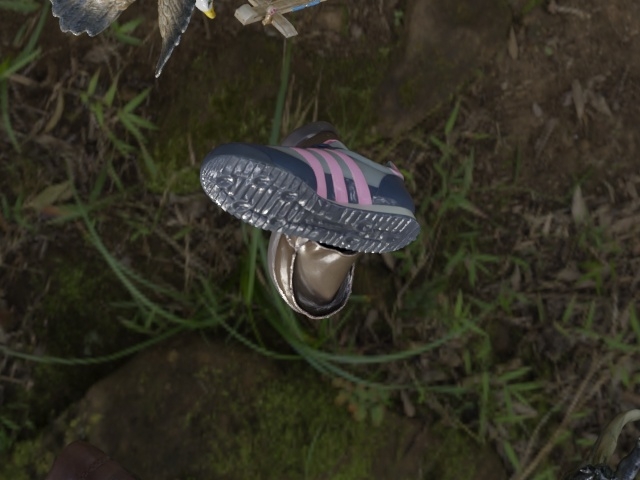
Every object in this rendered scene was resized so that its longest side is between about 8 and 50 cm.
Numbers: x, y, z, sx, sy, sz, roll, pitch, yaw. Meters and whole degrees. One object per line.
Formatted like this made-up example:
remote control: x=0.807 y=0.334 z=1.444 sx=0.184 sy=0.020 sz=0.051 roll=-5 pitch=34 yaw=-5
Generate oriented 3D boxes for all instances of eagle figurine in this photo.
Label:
eagle figurine: x=-0.199 y=-0.385 z=1.344 sx=0.225 sy=0.298 sz=0.226 roll=54 pitch=150 yaw=-14

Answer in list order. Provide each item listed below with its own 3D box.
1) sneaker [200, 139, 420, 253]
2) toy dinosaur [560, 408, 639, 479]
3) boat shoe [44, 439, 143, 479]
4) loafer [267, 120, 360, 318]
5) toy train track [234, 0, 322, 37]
sneaker: x=-0.017 y=-0.080 z=1.258 sx=0.319 sy=0.131 sz=0.112 roll=19 pitch=137 yaw=-34
toy dinosaur: x=0.265 y=0.225 z=0.930 sx=0.064 sy=0.268 sz=0.118 roll=43 pitch=149 yaw=9
boat shoe: x=-0.226 y=0.292 z=0.720 sx=0.123 sy=0.123 sz=0.342 roll=37 pitch=110 yaw=11
loafer: x=0.000 y=0.000 z=1.481 sx=0.134 sy=0.130 sz=0.365 roll=-24 pitch=138 yaw=-20
toy train track: x=-0.019 y=-0.152 z=0.615 sx=0.048 sy=0.083 sz=0.014 roll=46 pitch=137 yaw=17
